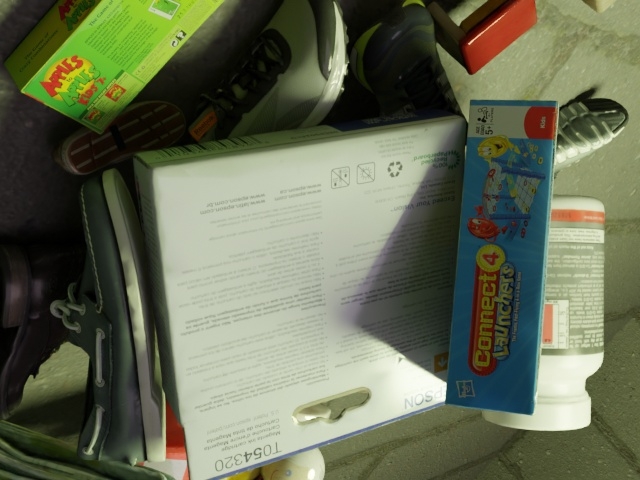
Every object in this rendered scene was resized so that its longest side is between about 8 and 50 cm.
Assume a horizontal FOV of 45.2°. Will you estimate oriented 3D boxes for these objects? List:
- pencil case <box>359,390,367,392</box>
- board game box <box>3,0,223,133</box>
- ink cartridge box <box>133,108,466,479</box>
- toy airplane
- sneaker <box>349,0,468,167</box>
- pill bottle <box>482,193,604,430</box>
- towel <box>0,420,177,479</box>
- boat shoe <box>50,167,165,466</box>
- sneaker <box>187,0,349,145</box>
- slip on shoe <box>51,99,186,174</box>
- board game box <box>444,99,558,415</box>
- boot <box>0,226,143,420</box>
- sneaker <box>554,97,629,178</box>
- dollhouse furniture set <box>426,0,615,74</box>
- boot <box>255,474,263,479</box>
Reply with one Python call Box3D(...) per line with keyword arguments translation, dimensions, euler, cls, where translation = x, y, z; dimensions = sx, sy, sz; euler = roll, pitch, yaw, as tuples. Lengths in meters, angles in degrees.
Box3D(translation=(0.192, 0.168, 1.371), dimensions=(0.410, 0.159, 0.184), euler=(0, 175, -44), cls="pencil case")
Box3D(translation=(-0.164, -0.182, 0.640), dimensions=(0.181, 0.043, 0.092), euler=(-44, 149, 10), cls="board game box")
Box3D(translation=(-0.006, 0.050, 0.778), dimensions=(0.324, 0.071, 0.330), euler=(-12, 114, -24), cls="ink cartridge box")
Box3D(translation=(-0.094, 0.284, 1.117), dimensions=(0.384, 0.272, 0.386), euler=(-46, 141, -27), cls="toy airplane")
Box3D(translation=(0.123, -0.161, 0.898), dimensions=(0.111, 0.121, 0.300), euler=(-39, 150, -2), cls="sneaker")
Box3D(translation=(0.353, 0.112, 1.255), dimensions=(0.210, 0.210, 0.362), euler=(3, 87, -49), cls="pill bottle")
Box3D(translation=(-0.306, 0.361, 0.961), dimensions=(0.374, 0.321, 0.090), euler=(91, 19, -48), cls="towel")
Box3D(translation=(-0.213, 0.087, 0.750), dimensions=(0.099, 0.116, 0.319), euler=(-5, 115, -7), cls="boat shoe")
Box3D(translation=(-0.063, -0.135, 0.762), dimensions=(0.108, 0.100, 0.271), euler=(2, 132, -41), cls="sneaker")
Box3D(translation=(-0.191, -0.098, 0.732), dimensions=(0.135, 0.041, 0.051), euler=(-35, 118, -37), cls="slip on shoe")
Box3D(translation=(0.213, 0.027, 0.873), dimensions=(0.308, 0.086, 0.301), euler=(22, 72, -73), cls="board game box")
Box3D(translation=(-0.254, 0.084, 0.859), dimensions=(0.229, 0.091, 0.263), euler=(-10, 137, -39), cls="boot")
Box3D(translation=(0.392, -0.142, 1.267), dimensions=(0.229, 0.086, 0.132), euler=(-27, 154, 0), cls="sneaker")
Box3D(translation=(0.289, -0.339, 0.802), dimensions=(0.374, 0.152, 0.201), euler=(-40, 150, 3), cls="dollhouse furniture set")
Box3D(translation=(-0.116, 0.514, 1.633), dimensions=(0.158, 0.059, 0.084), euler=(-38, 148, -17), cls="boot")
